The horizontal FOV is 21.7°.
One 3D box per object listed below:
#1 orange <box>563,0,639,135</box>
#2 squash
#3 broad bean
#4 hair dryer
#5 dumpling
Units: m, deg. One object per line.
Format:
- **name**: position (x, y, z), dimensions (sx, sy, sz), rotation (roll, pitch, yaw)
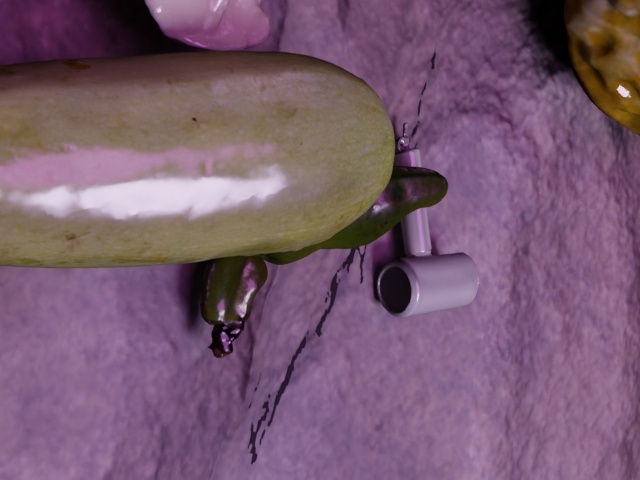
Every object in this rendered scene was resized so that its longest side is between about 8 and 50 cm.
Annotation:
- **orange**: position (0.274, -0.241, 1.144), dimensions (0.271, 0.210, 0.369), rotation (-37, 116, -36)
- **squash**: position (-0.121, -0.038, 0.871), dimensions (0.370, 0.118, 0.118), rotation (-7, 96, -33)
- **broad bean**: position (-0.005, -0.006, 1.011), dimensions (0.195, 0.046, 0.061), rotation (-36, 110, -29)
- **hair dryer**: position (0.064, -0.015, 1.085), dimensions (0.063, 0.038, 0.124), rotation (-6, 88, -42)
- **dumpling**: position (-0.070, -0.193, 0.906), dimensions (0.134, 0.100, 0.169), rotation (-28, 139, -57)
